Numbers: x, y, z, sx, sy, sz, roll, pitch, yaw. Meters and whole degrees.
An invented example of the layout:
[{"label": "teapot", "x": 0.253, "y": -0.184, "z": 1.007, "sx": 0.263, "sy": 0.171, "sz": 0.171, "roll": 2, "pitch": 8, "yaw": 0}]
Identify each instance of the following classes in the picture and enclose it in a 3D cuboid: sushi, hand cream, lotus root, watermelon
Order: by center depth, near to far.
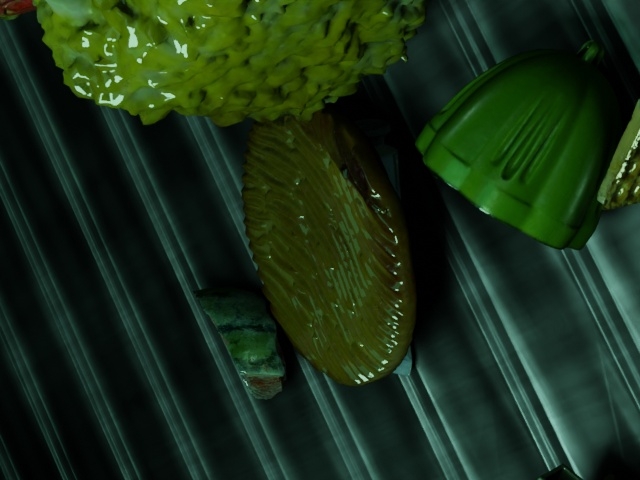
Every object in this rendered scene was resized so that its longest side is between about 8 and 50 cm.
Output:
[{"label": "lotus root", "x": 0.202, "y": -0.105, "z": 1.353, "sx": 0.186, "sy": 0.186, "sz": 0.186, "roll": 14, "pitch": 111, "yaw": 40}, {"label": "sushi", "x": -0.081, "y": -0.298, "z": 1.385, "sx": 0.240, "sy": 0.397, "sz": 0.351, "roll": -50, "pitch": 60, "yaw": 39}, {"label": "hand cream", "x": 0.054, "y": 0.008, "z": 1.587, "sx": 0.091, "sy": 0.058, "sz": 0.271, "roll": 10, "pitch": 112, "yaw": 34}, {"label": "watermelon", "x": -0.077, "y": 0.119, "z": 1.735, "sx": 0.187, "sy": 0.071, "sz": 0.139, "roll": 52, "pitch": 166, "yaw": 53}]

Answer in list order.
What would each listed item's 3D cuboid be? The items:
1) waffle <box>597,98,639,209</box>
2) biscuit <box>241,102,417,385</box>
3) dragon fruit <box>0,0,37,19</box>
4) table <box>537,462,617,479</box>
[{"label": "waffle", "x": 0.292, "y": -0.088, "z": 1.305, "sx": 0.021, "sy": 0.092, "sz": 0.135, "roll": 46, "pitch": 131, "yaw": 38}, {"label": "biscuit", "x": 0.000, "y": 0.000, "z": 1.582, "sx": 0.318, "sy": 0.040, "sz": 0.317, "roll": 39, "pitch": 137, "yaw": 49}, {"label": "dragon fruit", "x": -0.337, "y": -0.409, "z": 1.737, "sx": 0.307, "sy": 0.243, "sz": 0.227, "roll": -62, "pitch": 25, "yaw": -8}, {"label": "table", "x": 0.300, "y": 0.318, "z": 1.401, "sx": 0.240, "sy": 0.111, "sz": 0.121, "roll": 40, "pitch": 126, "yaw": 29}]
